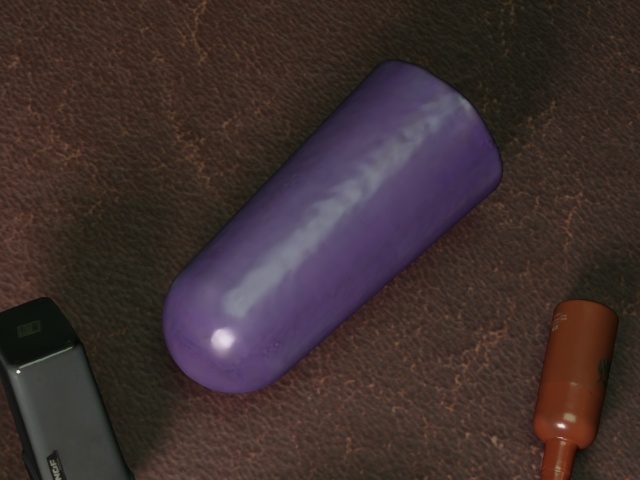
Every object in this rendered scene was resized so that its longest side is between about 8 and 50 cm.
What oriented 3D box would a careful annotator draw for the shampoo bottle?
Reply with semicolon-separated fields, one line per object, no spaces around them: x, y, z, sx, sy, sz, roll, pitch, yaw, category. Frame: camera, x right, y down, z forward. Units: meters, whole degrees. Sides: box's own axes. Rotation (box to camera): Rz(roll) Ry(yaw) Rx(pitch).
0.300;0.192;1.757;0.085;0.085;0.244;14;65;1;shampoo bottle

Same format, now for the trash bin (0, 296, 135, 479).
-0.283;0.198;1.606;0.101;0.236;0.177;-20;25;-15;trash bin

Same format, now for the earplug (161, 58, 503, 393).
0.000;0.000;1.757;0.215;0.215;0.456;41;69;14;earplug
